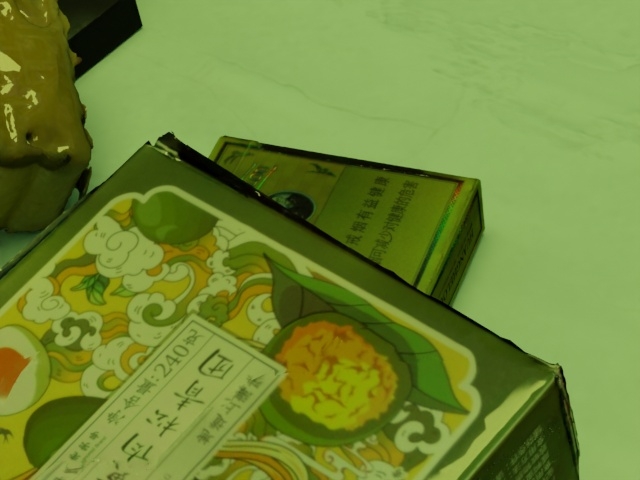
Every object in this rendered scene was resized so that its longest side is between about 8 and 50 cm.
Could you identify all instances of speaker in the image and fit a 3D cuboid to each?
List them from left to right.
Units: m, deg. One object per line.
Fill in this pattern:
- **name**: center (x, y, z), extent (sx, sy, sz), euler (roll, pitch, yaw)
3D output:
- **speaker**: center (-0.263, -0.161, 1.671), extent (0.082, 0.044, 0.218), euler (27, 54, 32)

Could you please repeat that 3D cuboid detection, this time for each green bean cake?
- **green bean cake**: center (-0.304, -0.118, 1.506), extent (0.230, 0.131, 0.224), euler (-2, 61, -25)

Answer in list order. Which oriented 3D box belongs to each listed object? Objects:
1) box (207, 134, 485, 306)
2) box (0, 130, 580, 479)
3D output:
- **box**: center (0.000, 0.000, 1.448), extent (0.220, 0.064, 0.141), euler (10, 49, 21)
- **box**: center (-0.105, 0.168, 1.199), extent (0.373, 0.138, 0.420), euler (31, 65, 32)
